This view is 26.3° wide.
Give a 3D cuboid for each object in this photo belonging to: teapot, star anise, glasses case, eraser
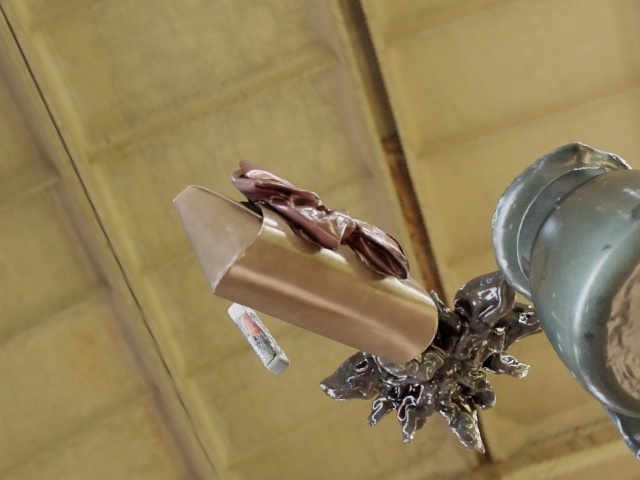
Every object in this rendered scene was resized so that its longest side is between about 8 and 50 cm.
[{"bbox_3d":[0.310,0.042,1.359,0.223,0.285,0.305,-42,-60,2],"label":"teapot"},{"bbox_3d":[0.142,0.139,1.575,0.282,0.129,0.212,-21,-51,-8],"label":"star anise"},{"bbox_3d":[0.000,0.000,0.860,0.070,0.102,0.193,-43,-40,20],"label":"glasses case"},{"bbox_3d":[-0.074,0.114,1.610,0.027,0.099,0.019,-46,-20,29],"label":"eraser"}]
